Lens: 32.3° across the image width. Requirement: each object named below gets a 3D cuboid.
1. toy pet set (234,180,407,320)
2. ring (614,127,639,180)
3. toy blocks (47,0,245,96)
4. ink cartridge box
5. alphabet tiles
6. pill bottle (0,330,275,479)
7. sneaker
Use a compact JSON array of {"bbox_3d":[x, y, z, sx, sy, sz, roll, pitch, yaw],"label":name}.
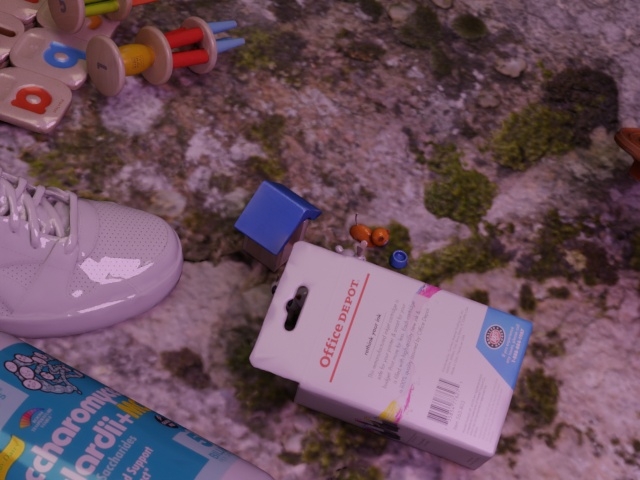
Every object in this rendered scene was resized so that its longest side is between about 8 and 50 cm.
[{"bbox_3d":[0.000,0.000,0.868,0.114,0.065,0.122,35,52,15],"label":"toy pet set"},{"bbox_3d":[0.397,-0.014,0.909,0.336,0.032,0.336,20,18,-7],"label":"ring"},{"bbox_3d":[-0.149,-0.196,0.980,0.148,0.054,0.123,-22,74,-40],"label":"toy blocks"},{"bbox_3d":[0.048,0.082,0.798,0.181,0.061,0.104,21,69,2],"label":"ink cartridge box"},{"bbox_3d":[-0.331,-0.190,0.969,0.277,0.021,0.284,18,50,1],"label":"alphabet tiles"},{"bbox_3d":[-0.167,0.148,0.655,0.264,0.146,0.146,26,50,8],"label":"pill bottle"},{"bbox_3d":[-0.233,-0.022,0.763,0.292,0.169,0.108,-1,50,-16],"label":"sneaker"}]
